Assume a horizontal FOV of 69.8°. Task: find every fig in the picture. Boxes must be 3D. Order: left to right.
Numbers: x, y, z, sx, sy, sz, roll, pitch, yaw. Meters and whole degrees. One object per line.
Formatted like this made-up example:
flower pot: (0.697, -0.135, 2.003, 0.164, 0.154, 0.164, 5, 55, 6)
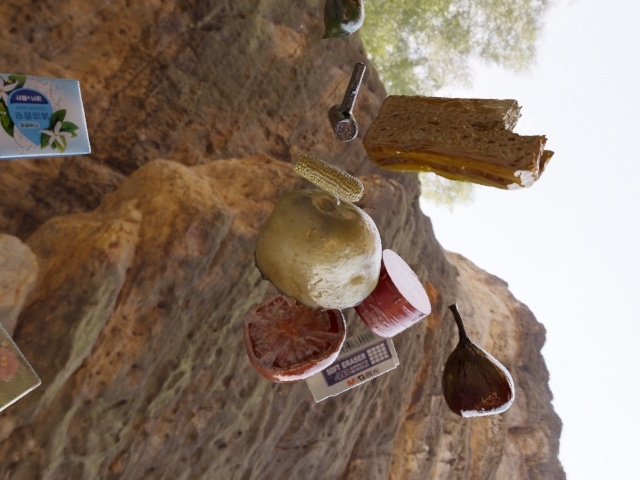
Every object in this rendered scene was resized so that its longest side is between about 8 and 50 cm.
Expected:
fig: (0.053, -0.587, 1.223, 0.177, 0.117, 0.117, 150, -40, -75)
fig: (0.377, 0.334, 1.225, 0.191, 0.191, 0.290, -41, -101, 22)

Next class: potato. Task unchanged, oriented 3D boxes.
potato: (0.000, 0.000, 0.955, 0.285, 0.242, 0.242, 27, -93, 12)

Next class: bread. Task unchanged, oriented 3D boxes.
bread: (0.274, -0.210, 0.932, 0.380, 0.109, 0.185, 19, -111, 40)

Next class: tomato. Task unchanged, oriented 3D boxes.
tomato: (-0.058, 0.222, 1.035, 0.237, 0.095, 0.236, -4, -140, 3)

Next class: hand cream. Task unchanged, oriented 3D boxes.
hand cream: (0.165, 0.130, 1.120, 0.125, 0.193, 0.193, -36, -133, 22)

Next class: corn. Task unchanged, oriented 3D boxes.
corn: (0.035, -0.236, 1.735, 0.101, 0.310, 0.101, -55, -161, 29)

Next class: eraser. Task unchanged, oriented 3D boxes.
eraser: (0.087, 0.368, 1.387, 0.279, 0.124, 0.081, -23, -155, -4)

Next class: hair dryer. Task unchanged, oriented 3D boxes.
hair dryer: (0.096, -0.481, 1.566, 0.197, 0.089, 0.251, -95, -161, -59)

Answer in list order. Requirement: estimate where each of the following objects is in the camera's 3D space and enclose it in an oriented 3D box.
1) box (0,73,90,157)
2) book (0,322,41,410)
box: (-0.555, -0.221, 0.831, 0.083, 0.232, 0.142, 2, -77, 33)
book: (-0.463, 0.135, 0.434, 0.018, 0.228, 0.322, -28, -173, 24)
